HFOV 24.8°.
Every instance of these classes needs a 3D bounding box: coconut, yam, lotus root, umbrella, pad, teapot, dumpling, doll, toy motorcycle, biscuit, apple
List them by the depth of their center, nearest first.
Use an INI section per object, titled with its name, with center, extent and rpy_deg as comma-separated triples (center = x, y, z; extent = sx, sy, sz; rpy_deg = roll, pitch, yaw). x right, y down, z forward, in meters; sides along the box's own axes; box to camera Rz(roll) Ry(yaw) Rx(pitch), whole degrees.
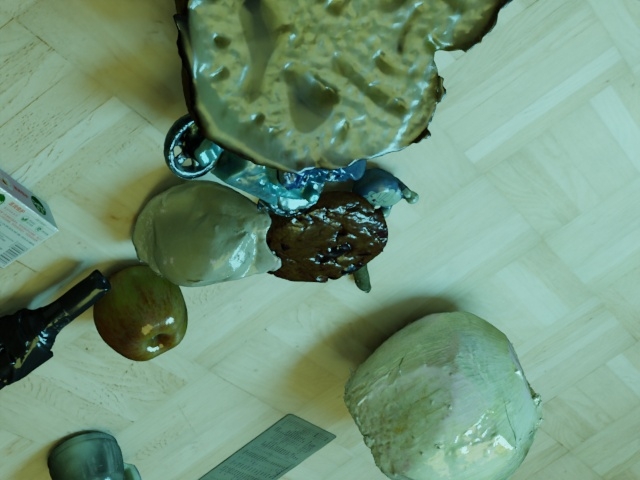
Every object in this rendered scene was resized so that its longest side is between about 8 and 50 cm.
[lotus root]
center = 0.005, -0.255, 1.522
extent = 0.375, 0.111, 0.390
rpy_deg = 37, 98, -34
[toy motorcycle]
center = -0.054, -0.136, 1.694
extent = 0.260, 0.154, 0.206
rpy_deg = 23, 104, -49
[dumpling]
center = -0.143, -0.011, 1.802
extent = 0.199, 0.118, 0.136
rpy_deg = 7, 110, 11
[umbrella]
center = -0.405, 0.152, 1.860
extent = 0.340, 0.118, 0.118
rpy_deg = -37, 145, 7
[apple]
center = -0.235, 0.096, 1.897
extent = 0.126, 0.102, 0.126
rpy_deg = -18, 144, -14
[doll]
center = 0.078, -0.064, 1.951
extent = 0.076, 0.050, 0.083
rpy_deg = -32, 149, 30
[biscuit]
center = 0.000, 0.000, 1.951
extent = 0.192, 0.049, 0.192
rpy_deg = -6, 145, -4
[yam]
center = 0.053, 0.037, 2.082
extent = 0.033, 0.027, 0.129
rpy_deg = -58, 155, -28
[teapot]
center = -0.336, 0.363, 2.169
extent = 0.111, 0.108, 0.149
rpy_deg = -25, 145, -1
[coconut]
center = 0.202, 0.250, 2.238
extent = 0.254, 0.297, 0.297
rpy_deg = -35, 145, 14
[pad]
center = -0.110, 0.386, 2.441
extent = 0.265, 0.009, 0.159
rpy_deg = -38, 144, 14

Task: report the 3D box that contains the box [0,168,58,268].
[box]
center = -0.378, -0.028, 1.690
extent = 0.089, 0.043, 0.125
rpy_deg = -33, 145, 8
